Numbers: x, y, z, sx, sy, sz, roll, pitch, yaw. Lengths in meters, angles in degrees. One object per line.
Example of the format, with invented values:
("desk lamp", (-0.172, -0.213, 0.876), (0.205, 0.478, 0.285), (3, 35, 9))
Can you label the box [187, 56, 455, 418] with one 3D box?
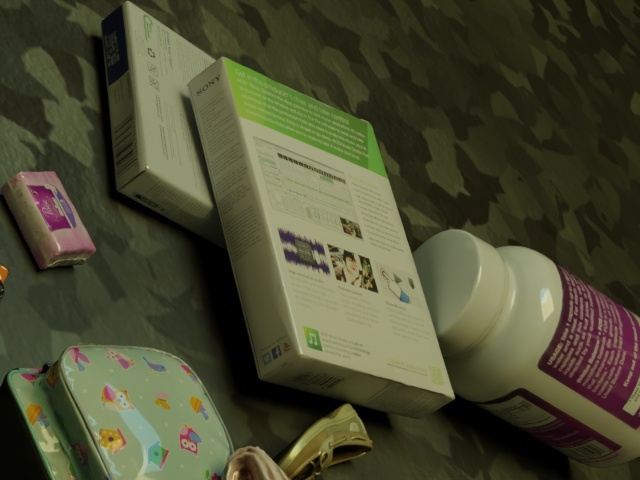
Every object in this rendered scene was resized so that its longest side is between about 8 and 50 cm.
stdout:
("box", (0.000, 0.000, 1.652), (0.232, 0.058, 0.322), (20, 47, -47))

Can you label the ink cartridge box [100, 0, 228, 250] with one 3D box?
("ink cartridge box", (-0.111, -0.095, 1.686), (0.224, 0.045, 0.223), (30, 37, -39))

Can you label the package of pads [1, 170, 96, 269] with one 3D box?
("package of pads", (-0.226, -0.017, 1.456), (0.050, 0.032, 0.083), (-5, 61, -57))

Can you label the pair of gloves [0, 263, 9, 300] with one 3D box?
("pair of gloves", (-0.280, 0.023, 1.360), (0.083, 0.010, 0.074), (43, 29, -20))

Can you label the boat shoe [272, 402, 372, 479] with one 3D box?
("boat shoe", (0.002, 0.186, 1.532), (0.048, 0.056, 0.153), (51, 22, 7))

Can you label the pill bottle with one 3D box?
("pill bottle", (0.219, 0.107, 1.804), (0.301, 0.169, 0.169), (31, 35, -33))

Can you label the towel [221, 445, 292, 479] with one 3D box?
("towel", (0.023, 0.349, 1.256), (0.332, 0.053, 0.317), (61, 13, -53))

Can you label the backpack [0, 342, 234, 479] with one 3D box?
("backpack", (-0.144, 0.160, 1.270), (0.188, 0.144, 0.166), (7, 46, -56))
